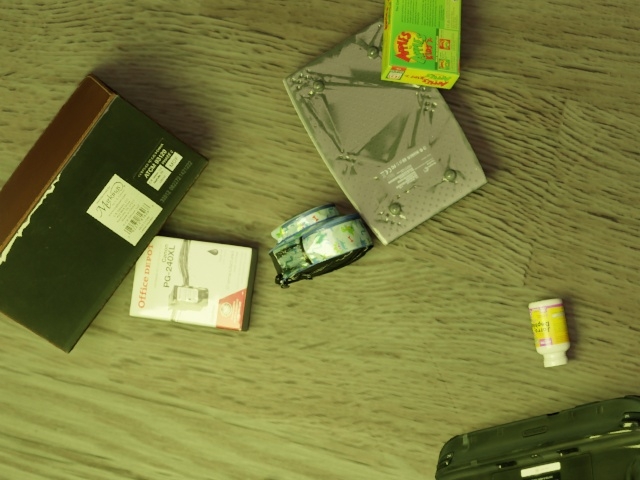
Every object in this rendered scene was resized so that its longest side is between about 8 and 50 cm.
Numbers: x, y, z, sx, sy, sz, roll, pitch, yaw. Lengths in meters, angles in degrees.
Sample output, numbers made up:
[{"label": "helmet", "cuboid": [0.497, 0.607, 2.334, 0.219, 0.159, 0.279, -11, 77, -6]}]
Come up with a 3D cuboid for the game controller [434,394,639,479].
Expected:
[{"label": "game controller", "cuboid": [0.273, 0.291, 1.695, 0.319, 0.067, 0.166, -20, 69, 37]}]

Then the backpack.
[{"label": "backpack", "cuboid": [0.000, 0.000, 1.788, 0.114, 0.105, 0.084, -22, 87, 27]}]

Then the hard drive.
[{"label": "hard drive", "cuboid": [0.083, -0.138, 1.824, 0.172, 0.054, 0.254, -32, 83, 3]}]

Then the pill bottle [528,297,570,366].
[{"label": "pill bottle", "cuboid": [0.291, 0.116, 1.791, 0.043, 0.043, 0.083, -10, 85, 5]}]

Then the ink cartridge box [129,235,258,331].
[{"label": "ink cartridge box", "cuboid": [-0.165, 0.055, 1.834, 0.151, 0.063, 0.109, 7, 87, 6]}]

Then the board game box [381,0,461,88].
[{"label": "board game box", "cuboid": [0.130, -0.288, 1.800, 0.092, 0.043, 0.181, 7, 71, -9]}]

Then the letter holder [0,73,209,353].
[{"label": "letter holder", "cuboid": [-0.314, -0.044, 1.828, 0.152, 0.214, 0.302, 36, 90, -25]}]
